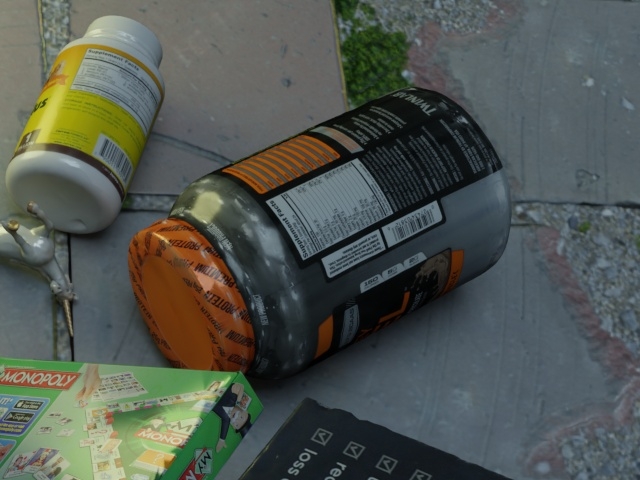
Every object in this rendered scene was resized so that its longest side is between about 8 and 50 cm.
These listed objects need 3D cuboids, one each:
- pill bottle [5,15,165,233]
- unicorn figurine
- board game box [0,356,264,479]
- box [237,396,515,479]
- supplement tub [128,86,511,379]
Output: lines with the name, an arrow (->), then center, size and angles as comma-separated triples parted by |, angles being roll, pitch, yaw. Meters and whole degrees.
pill bottle -> -0.228, -0.121, 1.559 | 0.117, 0.117, 0.215 | 19, 55, -3
unicorn figurine -> -0.289, 0.005, 1.482 | 0.162, 0.111, 0.060 | 29, 64, 22
board game box -> -0.222, 0.190, 1.277 | 0.213, 0.317, 0.046 | -53, 126, -35
box -> 0.076, 0.427, 1.073 | 0.471, 0.297, 0.480 | 18, 46, 29
supplement tub -> 0.000, 0.000, 1.490 | 0.338, 0.207, 0.207 | -26, 68, -27
